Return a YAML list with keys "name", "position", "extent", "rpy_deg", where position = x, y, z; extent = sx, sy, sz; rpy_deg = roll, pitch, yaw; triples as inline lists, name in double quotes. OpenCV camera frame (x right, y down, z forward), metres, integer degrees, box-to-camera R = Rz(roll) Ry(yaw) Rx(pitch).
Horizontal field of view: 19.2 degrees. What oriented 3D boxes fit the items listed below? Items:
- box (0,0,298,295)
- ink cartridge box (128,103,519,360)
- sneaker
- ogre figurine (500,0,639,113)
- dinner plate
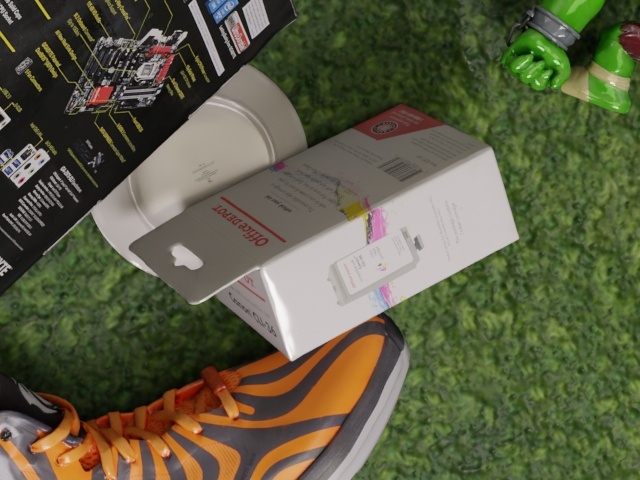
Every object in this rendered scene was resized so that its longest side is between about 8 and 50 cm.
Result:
- name: "box"
  position: [-0.147, -0.112, 0.964]
  extent: [0.079, 0.322, 0.257]
  rpy_deg: [43, 84, 16]
- name: "ink cartridge box"
  position: [0.000, 0.000, 1.110]
  extent: [0.198, 0.115, 0.067]
  rpy_deg: [-27, 117, -16]
- name: "sneaker"
  position: [-0.106, 0.119, 1.106]
  extent: [0.321, 0.124, 0.180]
  rpy_deg: [-43, 109, -6]
- name: "ogre figurine"
  position: [0.217, -0.133, 1.178]
  extent: [0.197, 0.097, 0.118]
  rpy_deg: [18, 105, -7]
- name: "dinner plate"
  position: [-0.073, -0.043, 1.147]
  extent: [0.141, 0.017, 0.141]
  rpy_deg: [-3, 101, -16]
